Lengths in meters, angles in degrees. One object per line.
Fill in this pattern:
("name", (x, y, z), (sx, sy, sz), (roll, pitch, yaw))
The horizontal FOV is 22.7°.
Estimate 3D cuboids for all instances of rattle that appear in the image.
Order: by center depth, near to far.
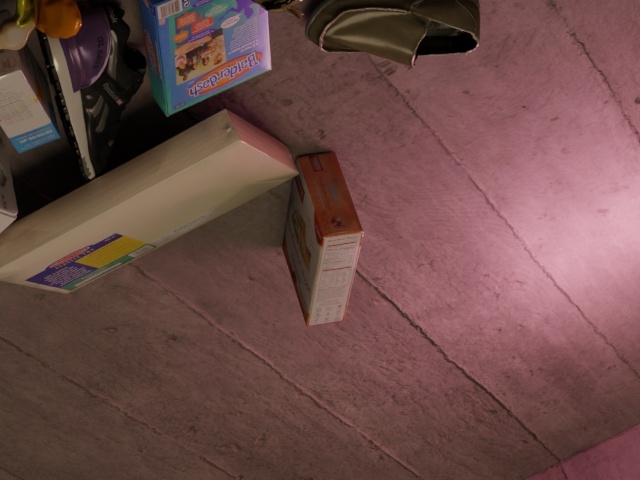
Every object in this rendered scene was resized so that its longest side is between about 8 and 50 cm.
("rattle", (-0.395, -0.280, 1.819), (0.199, 0.143, 0.130), (27, 109, -38))

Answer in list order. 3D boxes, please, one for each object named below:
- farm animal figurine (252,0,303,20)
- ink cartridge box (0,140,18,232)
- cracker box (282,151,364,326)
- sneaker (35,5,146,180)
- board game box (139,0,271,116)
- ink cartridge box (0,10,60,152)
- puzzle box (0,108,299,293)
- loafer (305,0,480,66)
("farm animal figurine", (-0.067, -0.345, 1.748), (0.172, 0.327, 0.330), (-42, 123, 12))
("ink cartridge box", (-0.499, -0.040, 2.117), (0.190, 0.140, 0.082), (-40, 139, 27))
("cracker box", (0.000, 0.000, 2.401), (0.067, 0.156, 0.232), (-8, 144, -15))
("sneaker", (-0.276, -0.185, 2.058), (0.124, 0.107, 0.283), (-19, 147, -11))
("board game box", (-0.143, -0.268, 2.017), (0.160, 0.047, 0.210), (-26, 148, -18))
("ink cartridge box", (-0.387, -0.206, 1.968), (0.061, 0.104, 0.181), (-20, 146, 1))
("puzzle box", (-0.252, -0.045, 2.228), (0.409, 0.052, 0.272), (-27, 167, 11))
("loafer", (0.104, -0.283, 2.112), (0.251, 0.087, 0.094), (-8, 145, -16))
